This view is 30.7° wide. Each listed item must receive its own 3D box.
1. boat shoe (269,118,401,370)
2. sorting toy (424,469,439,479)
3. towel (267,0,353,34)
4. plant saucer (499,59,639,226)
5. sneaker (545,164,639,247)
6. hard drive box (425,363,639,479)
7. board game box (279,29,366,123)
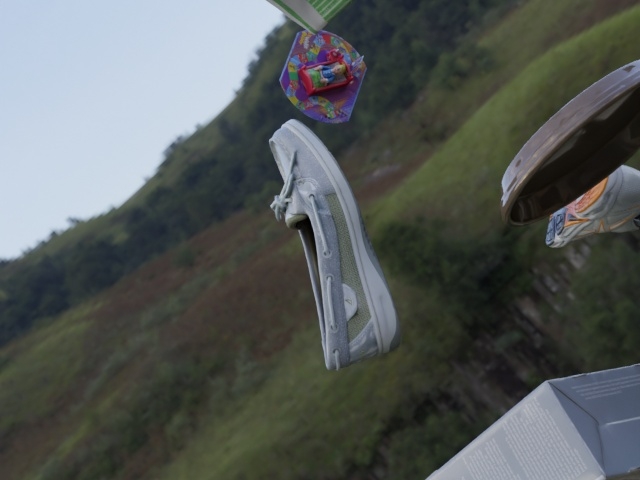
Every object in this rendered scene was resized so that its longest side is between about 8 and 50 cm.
[{"bbox_3d":[0.000,0.002,1.467,0.103,0.320,0.118,-20,-5,-12],"label":"boat shoe"},{"bbox_3d":[0.204,0.437,1.735,0.307,0.229,0.041,-40,-43,-13],"label":"sorting toy"},{"bbox_3d":[0.000,-0.443,1.607,0.325,0.248,0.038,-37,29,42],"label":"towel"},{"bbox_3d":[0.316,-0.118,1.366,0.278,0.041,0.278,-32,-18,-12],"label":"plant saucer"},{"bbox_3d":[0.410,-0.038,1.685,0.262,0.121,0.099,122,161,-75],"label":"sneaker"},{"bbox_3d":[0.188,0.206,0.979,0.181,0.089,0.232,-1,-37,-43],"label":"hard drive box"},{"bbox_3d":[0.011,-0.275,1.900,0.033,0.133,0.168,-37,30,58],"label":"board game box"}]
